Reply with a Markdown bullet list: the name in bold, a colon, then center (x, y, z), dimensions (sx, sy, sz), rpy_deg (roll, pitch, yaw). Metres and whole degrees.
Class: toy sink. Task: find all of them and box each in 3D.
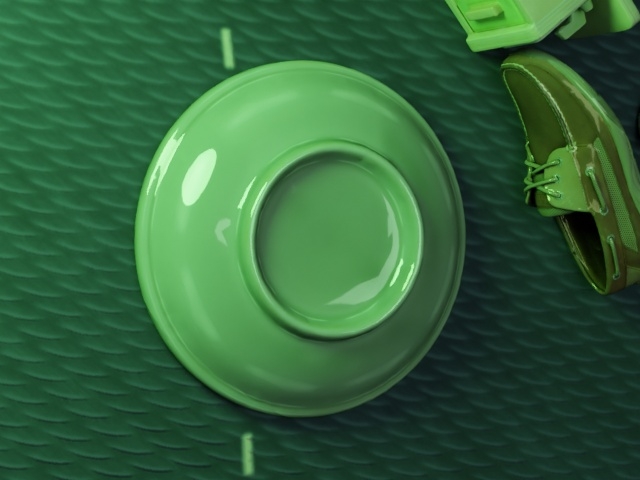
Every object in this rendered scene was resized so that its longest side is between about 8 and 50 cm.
- **toy sink**: center (0.223, -0.299, 1.803), dimensions (0.131, 0.153, 0.234), rpy_deg (-41, 107, -17)

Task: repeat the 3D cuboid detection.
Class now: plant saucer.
- **plant saucer**: center (0.000, 0.000, 1.742), dimensions (0.400, 0.100, 0.400), rpy_deg (-1, 92, -24)

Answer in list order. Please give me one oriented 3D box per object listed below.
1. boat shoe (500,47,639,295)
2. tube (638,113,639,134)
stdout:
- **boat shoe**: center (0.299, -0.075, 1.861), dimensions (0.116, 0.123, 0.324), rpy_deg (-38, 104, -16)
- **tube**: center (0.509, -0.135, 1.985), dimensions (0.240, 0.062, 0.070), rpy_deg (8, 128, -28)
